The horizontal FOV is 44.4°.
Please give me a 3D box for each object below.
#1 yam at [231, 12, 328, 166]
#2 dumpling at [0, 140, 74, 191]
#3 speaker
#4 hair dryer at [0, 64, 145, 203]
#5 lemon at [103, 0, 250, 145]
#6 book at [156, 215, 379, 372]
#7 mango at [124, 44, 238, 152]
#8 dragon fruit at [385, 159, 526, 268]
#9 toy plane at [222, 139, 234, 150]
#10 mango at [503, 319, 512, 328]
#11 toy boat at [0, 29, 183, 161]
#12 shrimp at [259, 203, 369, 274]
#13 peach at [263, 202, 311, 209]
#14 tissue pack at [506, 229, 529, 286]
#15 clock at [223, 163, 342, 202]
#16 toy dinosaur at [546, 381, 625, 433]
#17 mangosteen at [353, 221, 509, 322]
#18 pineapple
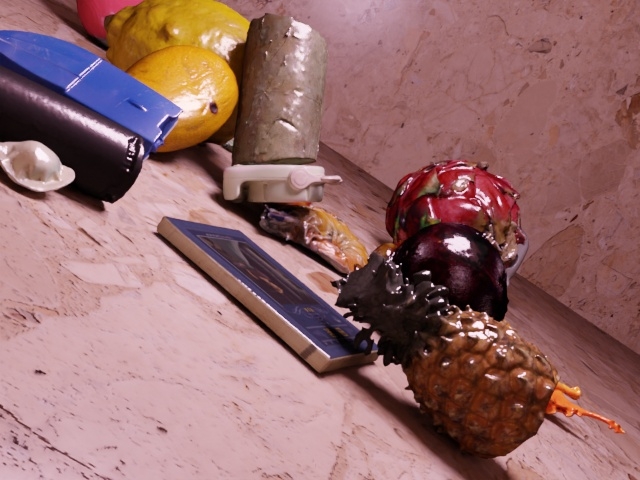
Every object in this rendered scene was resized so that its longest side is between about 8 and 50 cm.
[{"bbox_3d":[-0.070,-0.250,1.385,0.161,0.267,0.161,5,-5,0],"label":"yam"},{"bbox_3d":[-0.293,-0.072,0.800,0.077,0.043,0.059,46,16,-45],"label":"dumpling"},{"bbox_3d":[-0.480,-0.603,1.991,0.294,0.294,0.294,33,10,-7],"label":"speaker"},{"bbox_3d":[-0.334,-0.141,0.926,0.197,0.089,0.251,26,4,-32],"label":"hair dryer"},{"bbox_3d":[-0.245,-0.339,1.524,0.316,0.286,0.285,60,11,-2],"label":"lemon"},{"bbox_3d":[-0.057,0.063,0.963,0.269,0.025,0.191,38,11,21],"label":"book"},{"bbox_3d":[-0.254,-0.226,1.286,0.177,0.120,0.295,44,47,9],"label":"mango"},{"bbox_3d":[0.309,-0.041,1.828,0.329,0.329,0.329,33,10,-7],"label":"dragon fruit"},{"bbox_3d":[-0.197,-0.214,1.767,0.083,0.033,0.080,44,12,14],"label":"toy plane"},{"bbox_3d":[0.298,0.182,1.354,0.115,0.089,0.165,25,17,-37],"label":"mango"},{"bbox_3d":[-0.350,-0.215,1.111,0.295,0.088,0.129,31,48,-2],"label":"toy boat"},{"bbox_3d":[0.000,0.000,1.347,0.164,0.062,0.317,48,17,25],"label":"shrimp"},{"bbox_3d":[-0.064,-0.085,1.434,0.101,0.100,0.100,33,10,-7],"label":"peach"},{"bbox_3d":[0.431,-0.005,2.225,0.333,0.229,0.236,27,11,-36],"label":"tissue pack"},{"bbox_3d":[-0.060,-0.093,1.301,0.191,0.062,0.151,0,3,4],"label":"clock"},{"bbox_3d":[0.387,0.256,1.368,0.117,0.070,0.288,11,19,-39],"label":"toy dinosaur"},{"bbox_3d":[0.160,0.072,1.195,0.250,0.211,0.211,5,0,20],"label":"mangosteen"},{"bbox_3d":[0.137,0.115,0.912,0.279,0.158,0.158,44,11,6],"label":"pineapple"}]
